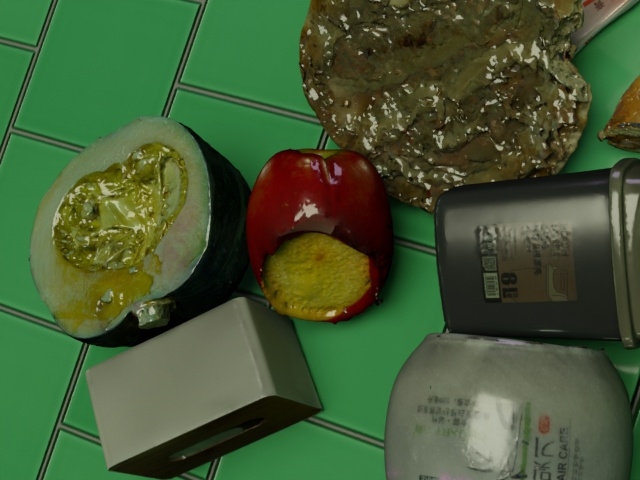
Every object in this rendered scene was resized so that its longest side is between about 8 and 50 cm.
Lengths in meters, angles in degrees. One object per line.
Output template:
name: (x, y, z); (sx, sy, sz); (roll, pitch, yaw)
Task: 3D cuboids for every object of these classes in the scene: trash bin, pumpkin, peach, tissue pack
trash bin: (0.287, 0.016, 1.666); (0.290, 0.182, 0.210); (-3, 98, 23)
pumpkin: (-0.205, 0.008, 1.890); (0.293, 0.197, 0.263); (-28, 64, 24)
peach: (0.000, 0.000, 1.798); (0.196, 0.189, 0.226); (10, 104, 50)
tissue pack: (-0.149, 0.190, 1.851); (0.246, 0.159, 0.136); (-26, 68, 18)

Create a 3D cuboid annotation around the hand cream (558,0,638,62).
hand cream: (0.363, -0.303, 1.806); (0.216, 0.038, 0.052); (-39, 38, 16)

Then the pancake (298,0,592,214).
pancake: (0.157, -0.203, 1.780); (0.382, 0.071, 0.382); (9, 111, 24)

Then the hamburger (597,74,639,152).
hamburger: (0.417, -0.156, 1.715); (0.176, 0.087, 0.102); (6, 82, 28)

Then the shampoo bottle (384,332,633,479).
shampoo bottle: (0.205, 0.242, 1.616); (0.273, 0.273, 0.266); (2, 83, 24)
